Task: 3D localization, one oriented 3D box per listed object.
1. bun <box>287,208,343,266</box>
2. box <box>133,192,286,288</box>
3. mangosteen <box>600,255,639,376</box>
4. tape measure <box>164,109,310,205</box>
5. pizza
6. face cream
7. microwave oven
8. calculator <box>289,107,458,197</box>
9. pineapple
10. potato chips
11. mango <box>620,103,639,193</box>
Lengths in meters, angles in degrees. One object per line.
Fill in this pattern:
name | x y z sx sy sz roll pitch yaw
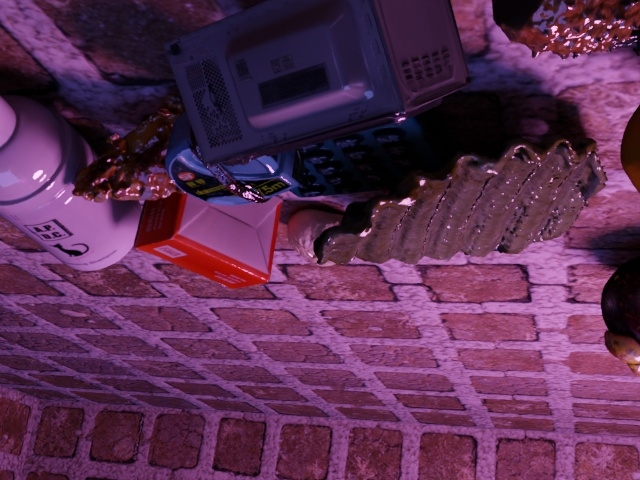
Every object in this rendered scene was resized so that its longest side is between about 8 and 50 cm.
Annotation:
bun | 0.000 0.000 1.203 0.115 0.069 0.115 8 158 3
box | -0.151 -0.022 1.110 0.099 0.133 0.182 -11 154 43
mangosteen | 0.506 0.125 1.161 0.192 0.217 0.192 5 165 1
tape measure | -0.099 -0.088 0.861 0.125 0.081 0.146 -13 146 33
pizza | -0.203 -0.089 0.960 0.193 0.069 0.154 -27 160 -7
face cream | -0.359 -0.092 0.987 0.145 0.146 0.370 1 158 14
microwave oven | -0.002 -0.148 0.692 0.208 0.123 0.162 -10 -167 36
calculator | 0.012 -0.119 0.925 0.248 0.058 0.274 -3 157 25
pineapple | 0.235 -0.187 0.644 0.197 0.108 0.108 8 160 -27
potato chips | 0.166 -0.023 1.006 0.358 0.070 0.429 -12 166 1
mango | 0.499 -0.055 0.719 0.445 0.232 0.300 16 162 1
